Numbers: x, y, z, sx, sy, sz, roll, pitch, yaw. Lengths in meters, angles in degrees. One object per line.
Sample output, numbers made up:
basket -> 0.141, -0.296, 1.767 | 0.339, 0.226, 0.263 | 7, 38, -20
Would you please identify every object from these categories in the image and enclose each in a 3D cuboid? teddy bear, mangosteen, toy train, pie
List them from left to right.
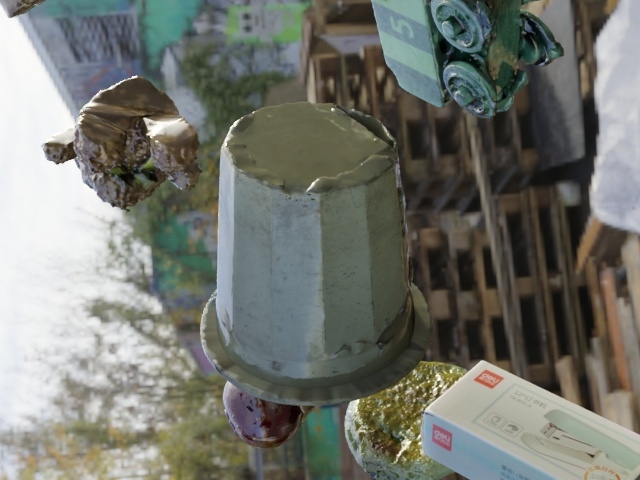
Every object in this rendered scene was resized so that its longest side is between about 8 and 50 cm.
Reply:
teddy bear -> -0.301, -0.120, 1.570 | 0.296, 0.246, 0.223 | -112, 30, -58
mangosteen -> -0.070, 0.269, 1.707 | 0.156, 0.181, 0.146 | 81, -178, -60
pie -> 0.175, 0.305, 1.740 | 0.277, 0.276, 0.079 | -100, 3, -55
toy train -> 0.191, -0.307, 1.397 | 0.238, 0.167, 0.299 | 35, 156, 35

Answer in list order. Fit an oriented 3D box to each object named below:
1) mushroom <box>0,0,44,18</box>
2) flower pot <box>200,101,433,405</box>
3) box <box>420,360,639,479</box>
mushroom -> -0.483, -0.405, 1.488 | 0.195, 0.253, 0.189 | 56, 148, -11
flower pot -> 0.000, 0.000, 0.884 | 0.212, 0.212, 0.203 | -99, 10, -54
box -> 0.261, 0.253, 1.240 | 0.269, 0.135, 0.079 | 24, 130, 36
